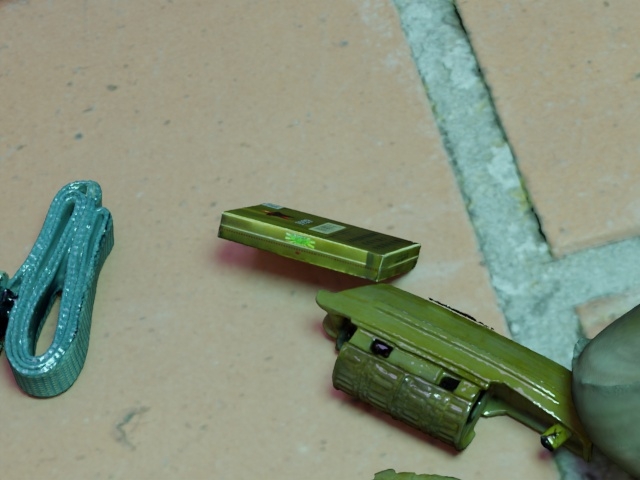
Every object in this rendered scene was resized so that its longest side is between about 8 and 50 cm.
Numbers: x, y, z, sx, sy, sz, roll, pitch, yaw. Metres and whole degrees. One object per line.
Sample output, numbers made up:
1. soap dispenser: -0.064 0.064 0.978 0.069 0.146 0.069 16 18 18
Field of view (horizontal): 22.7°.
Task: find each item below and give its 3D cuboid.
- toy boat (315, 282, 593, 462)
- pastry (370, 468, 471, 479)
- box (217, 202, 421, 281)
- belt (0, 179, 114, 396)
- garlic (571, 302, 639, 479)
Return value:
1. toy boat: 0.092 0.100 1.135 0.226 0.068 0.088 26 68 21
2. pastry: 0.067 0.221 1.042 0.153 0.081 0.153 -5 45 5
3. box: 0.000 0.000 1.207 0.133 0.090 0.023 15 99 18
4. belt: -0.218 0.033 1.234 0.100 0.065 0.179 10 55 6
5. garlic: 0.289 0.060 1.033 0.210 0.292 0.237 22 88 -8
